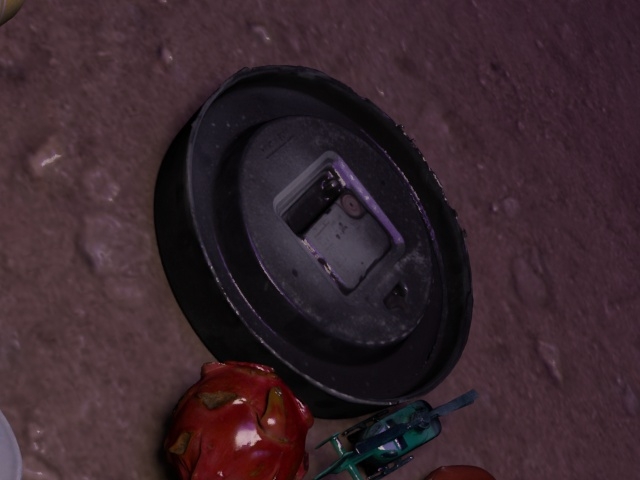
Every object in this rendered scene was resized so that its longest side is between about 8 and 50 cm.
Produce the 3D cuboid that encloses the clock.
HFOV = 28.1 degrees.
[{"bbox_3d":[0.000,0.000,1.334,0.386,0.076,0.386,22,53,-32],"label":"clock"}]

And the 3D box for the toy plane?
[{"bbox_3d":[0.064,0.199,1.254,0.235,0.096,0.060,-17,77,-49],"label":"toy plane"}]

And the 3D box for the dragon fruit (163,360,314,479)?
[{"bbox_3d":[-0.072,0.177,1.119,0.136,0.133,0.166,51,41,-16],"label":"dragon fruit"}]

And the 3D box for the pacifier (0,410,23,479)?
[{"bbox_3d":[-0.316,0.176,0.835,0.238,0.226,0.287,17,52,-12],"label":"pacifier"}]

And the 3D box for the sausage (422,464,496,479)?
[{"bbox_3d":[0.142,0.261,1.318,0.094,0.059,0.054,2,21,-42],"label":"sausage"}]

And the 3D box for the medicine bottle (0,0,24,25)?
[{"bbox_3d":[-0.392,-0.177,1.026,0.151,0.151,0.322,49,43,-8],"label":"medicine bottle"}]
